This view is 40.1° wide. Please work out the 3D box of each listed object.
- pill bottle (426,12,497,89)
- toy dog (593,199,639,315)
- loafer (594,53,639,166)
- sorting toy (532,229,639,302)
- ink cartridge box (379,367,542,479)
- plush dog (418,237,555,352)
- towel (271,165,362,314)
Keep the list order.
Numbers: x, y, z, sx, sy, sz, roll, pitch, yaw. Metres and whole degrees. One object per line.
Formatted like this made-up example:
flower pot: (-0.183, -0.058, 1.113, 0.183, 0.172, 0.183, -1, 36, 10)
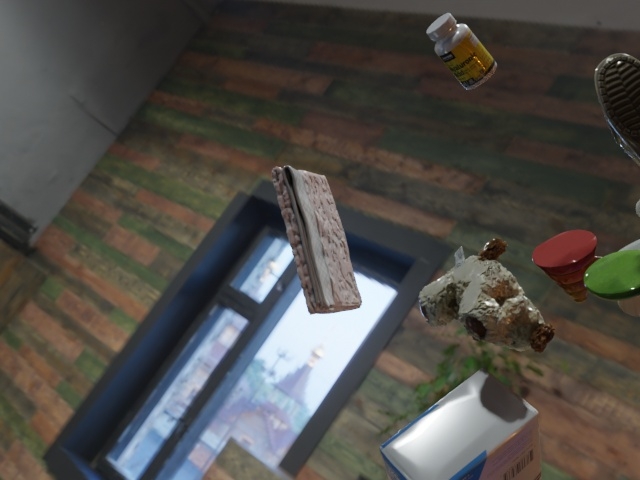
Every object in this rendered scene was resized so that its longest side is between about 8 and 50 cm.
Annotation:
pill bottle: (0.222, -0.302, 1.397, 0.116, 0.065, 0.065, 46, -14, -19)
toy dog: (0.706, -0.009, 1.898, 0.161, 0.334, 0.220, 28, 6, 0)
loafer: (0.534, -0.181, 1.452, 0.269, 0.102, 0.092, 62, 5, 4)
sorting toy: (0.520, 0.093, 1.529, 0.365, 0.127, 0.126, 31, -31, 61)
ink cartridge box: (0.305, 0.503, 1.830, 0.166, 0.285, 0.395, 40, -24, 42)
plush dog: (0.367, 0.140, 1.817, 0.225, 0.211, 0.262, 45, -15, -23)
towel: (0.000, 0.000, 1.967, 0.317, 0.053, 0.332, 6, 68, -73)
